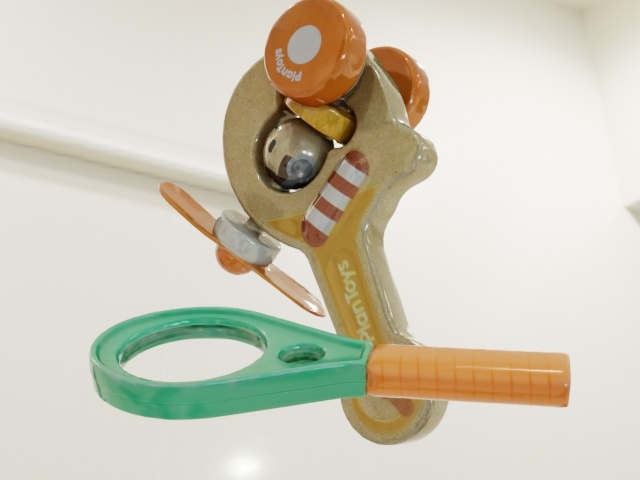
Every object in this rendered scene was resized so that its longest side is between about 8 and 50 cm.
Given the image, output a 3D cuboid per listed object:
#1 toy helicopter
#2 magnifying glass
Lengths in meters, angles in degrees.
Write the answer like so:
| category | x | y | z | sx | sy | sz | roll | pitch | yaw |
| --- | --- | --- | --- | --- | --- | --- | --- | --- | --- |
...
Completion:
| category | x | y | z | sx | sy | sz | roll | pitch | yaw |
| --- | --- | --- | --- | --- | --- | --- | --- | --- | --- |
| toy helicopter | 0.000 | 0.000 | 0.763 | 0.235 | 0.355 | 0.140 | -30 | -25 | 25 |
| magnifying glass | 0.000 | 0.059 | 0.450 | 0.231 | 0.092 | 0.026 | 3 | -71 | 12 |
